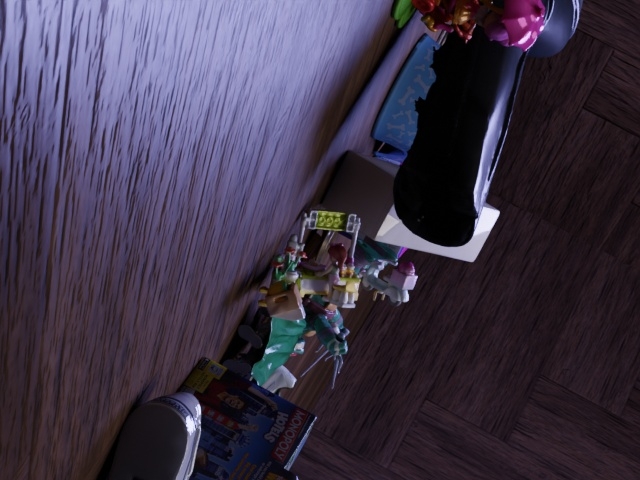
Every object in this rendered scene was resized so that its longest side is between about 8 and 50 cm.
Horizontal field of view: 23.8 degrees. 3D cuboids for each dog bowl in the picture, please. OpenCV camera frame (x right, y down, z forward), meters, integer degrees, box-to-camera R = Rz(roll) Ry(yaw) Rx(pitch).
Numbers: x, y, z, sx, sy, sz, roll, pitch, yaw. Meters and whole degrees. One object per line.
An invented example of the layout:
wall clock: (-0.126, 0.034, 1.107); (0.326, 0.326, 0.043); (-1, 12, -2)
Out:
dog bowl: (0.146, -0.193, 2.205); (0.166, 0.074, 0.297); (-61, 175, -5)

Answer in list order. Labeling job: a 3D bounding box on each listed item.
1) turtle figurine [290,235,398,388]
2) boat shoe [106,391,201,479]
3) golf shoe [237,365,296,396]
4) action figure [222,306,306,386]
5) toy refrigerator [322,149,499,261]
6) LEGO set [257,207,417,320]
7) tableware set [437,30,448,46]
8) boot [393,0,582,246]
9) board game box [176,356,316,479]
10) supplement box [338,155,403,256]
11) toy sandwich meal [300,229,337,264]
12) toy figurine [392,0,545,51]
turtle figurine: (0.010, 0.101, 2.099); (0.234, 0.118, 0.175); (-55, -173, 14)
boat shoe: (-0.177, 0.267, 1.486); (0.258, 0.095, 0.084); (-62, 170, 14)
golf shoe: (-0.096, 0.239, 2.085); (0.176, 0.086, 0.069); (-63, 176, 24)
action figure: (-0.064, 0.130, 1.955); (0.137, 0.063, 0.232); (-64, 170, 8)
toy refrigerator: (0.125, -0.040, 2.065); (0.269, 0.102, 0.094); (11, 109, -56)
LEGO set: (-0.003, 0.023, 1.820); (0.287, 0.132, 0.107); (-2, 105, -57)
tableware set: (0.223, -0.335, 2.365); (0.194, 0.039, 0.128); (-63, 174, 13)
boot: (0.224, -0.190, 1.976); (0.367, 0.146, 0.445); (59, 42, -61)
board game box: (-0.089, 0.242, 1.629); (0.194, 0.194, 0.060); (-53, 170, -50)
supplement box: (0.105, -0.056, 2.299); (0.114, 0.111, 0.220); (-64, 174, 12)
toy sandwich meal: (0.000, 0.000, 2.081); (0.085, 0.029, 0.086); (25, 90, -85)
toy figurine: (0.178, -0.266, 1.738); (0.130, 0.159, 0.173); (-59, 174, -23)
